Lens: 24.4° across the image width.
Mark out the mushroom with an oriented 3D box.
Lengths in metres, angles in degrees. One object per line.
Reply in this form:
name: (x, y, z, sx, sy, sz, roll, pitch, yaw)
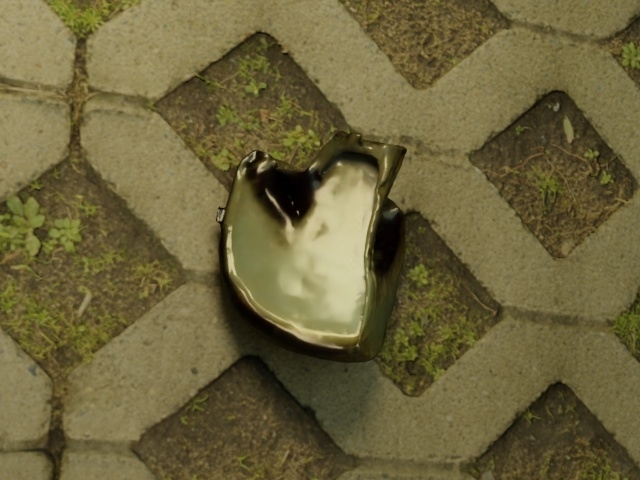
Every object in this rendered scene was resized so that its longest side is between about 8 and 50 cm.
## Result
mushroom: (-0.008, 0.005, 1.927, 0.217, 0.212, 0.292, 6, 87, 18)
